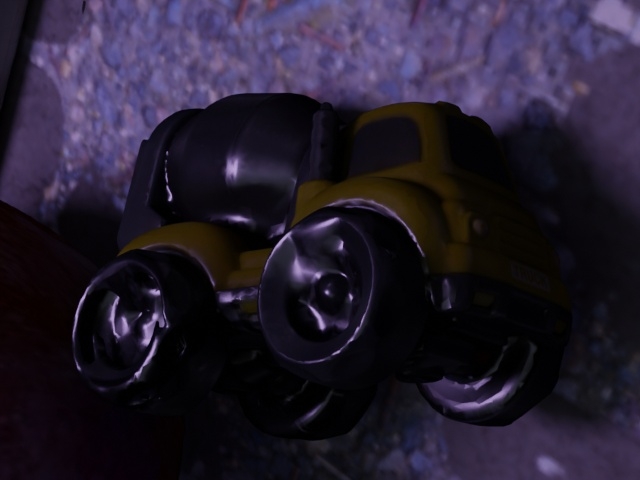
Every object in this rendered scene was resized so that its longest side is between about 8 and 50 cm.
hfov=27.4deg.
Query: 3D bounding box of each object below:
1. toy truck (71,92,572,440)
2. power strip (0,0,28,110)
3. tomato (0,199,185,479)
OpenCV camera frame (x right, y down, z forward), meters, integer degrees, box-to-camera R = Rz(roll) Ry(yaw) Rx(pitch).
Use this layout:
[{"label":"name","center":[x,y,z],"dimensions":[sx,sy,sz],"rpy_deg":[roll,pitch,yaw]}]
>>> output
[{"label":"toy truck","center":[0.000,0.000,0.599],"dimensions":[0.224,0.147,0.165],"rpy_deg":[-12,69,40]},{"label":"power strip","center":[-0.229,-0.100,0.806],"dimensions":[0.081,0.035,0.192],"rpy_deg":[38,124,24]},{"label":"tomato","center":[-0.181,0.076,0.658],"dimensions":[0.176,0.335,0.289],"rpy_deg":[-29,108,8]}]
